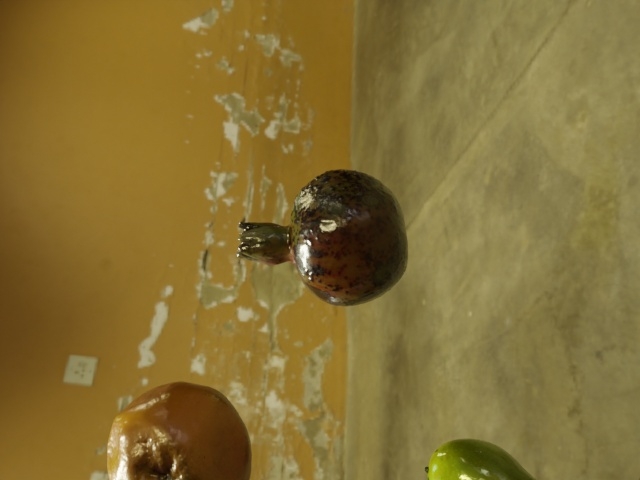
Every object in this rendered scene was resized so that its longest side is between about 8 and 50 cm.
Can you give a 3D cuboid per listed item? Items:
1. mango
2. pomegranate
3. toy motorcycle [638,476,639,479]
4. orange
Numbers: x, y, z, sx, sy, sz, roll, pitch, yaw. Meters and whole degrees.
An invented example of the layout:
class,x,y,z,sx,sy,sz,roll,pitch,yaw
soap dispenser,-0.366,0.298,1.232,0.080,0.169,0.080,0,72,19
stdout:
class,x,y,z,sx,sy,sz,roll,pitch,yaw
mango,0.343,0.497,1.305,0.175,0.293,0.143,-67,-23,0
pomegranate,0.000,0.000,1.346,0.285,0.341,0.284,-6,-90,-90
toy motorcycle,0.713,0.505,1.230,0.331,0.196,0.125,54,134,34
orange,-0.228,0.357,1.114,0.183,0.249,0.248,-121,39,-77
